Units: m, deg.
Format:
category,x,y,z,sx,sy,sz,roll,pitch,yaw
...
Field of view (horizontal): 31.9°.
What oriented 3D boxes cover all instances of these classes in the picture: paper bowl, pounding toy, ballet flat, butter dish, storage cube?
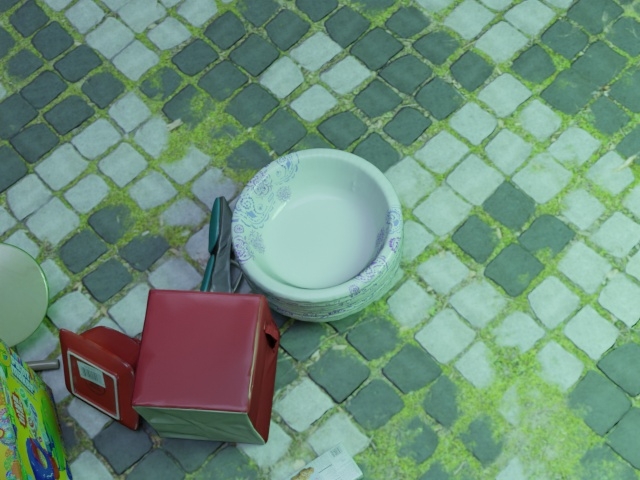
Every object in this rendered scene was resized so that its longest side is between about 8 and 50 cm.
category,x,y,z,sx,sy,sz,roll,pitch,yaw
paper bowl,0.000,0.000,1.875,0.284,0.148,0.284,-3,62,6
pounding toy,-0.554,0.121,1.931,0.183,0.110,0.237,-11,91,-10
ballet flat,-0.166,0.026,1.940,0.068,0.072,0.213,14,63,-16
butter dish,-0.335,0.203,1.835,0.160,0.160,0.118,25,44,23
storage cube,-0.179,0.203,1.777,0.215,0.184,0.193,2,65,8

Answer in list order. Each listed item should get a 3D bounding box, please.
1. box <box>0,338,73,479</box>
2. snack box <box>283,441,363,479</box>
category,x,y,z,sx,sy,sz,roll,pitch,yaw
box,-0.508,0.329,1.697,0.177,0.290,0.279,-20,63,-3
snack box,-0.024,0.391,1.750,0.178,0.022,0.064,-32,65,-9
